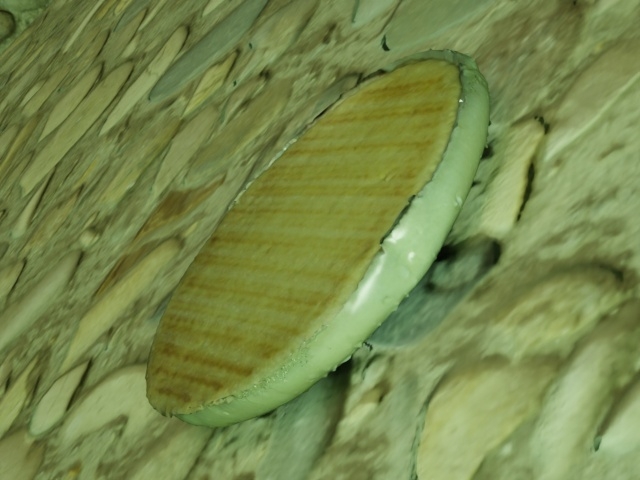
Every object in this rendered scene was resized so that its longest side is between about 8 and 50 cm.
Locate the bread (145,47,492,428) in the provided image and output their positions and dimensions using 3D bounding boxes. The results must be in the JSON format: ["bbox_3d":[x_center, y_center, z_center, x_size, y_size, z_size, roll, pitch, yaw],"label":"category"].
[{"bbox_3d":[0.000,0.000,0.900,0.267,0.040,0.267,-42,21,20],"label":"bread"}]
